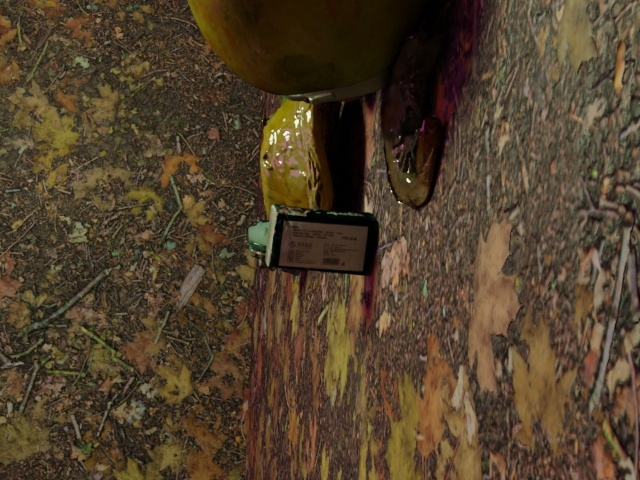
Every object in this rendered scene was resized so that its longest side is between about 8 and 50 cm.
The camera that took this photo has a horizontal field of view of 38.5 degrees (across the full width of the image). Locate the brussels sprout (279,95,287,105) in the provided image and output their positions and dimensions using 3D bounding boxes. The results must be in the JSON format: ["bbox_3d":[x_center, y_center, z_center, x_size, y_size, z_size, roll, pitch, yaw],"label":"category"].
[{"bbox_3d":[-0.027,-0.329,1.903,0.145,0.131,0.183,99,175,-60],"label":"brussels sprout"}]

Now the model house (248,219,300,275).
[{"bbox_3d":[-0.094,0.036,2.201,0.119,0.148,0.148,-107,9,-54],"label":"model house"}]

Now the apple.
[{"bbox_3d":[-0.010,-0.359,1.214,0.339,0.339,0.339,-176,90,-81],"label":"apple"}]

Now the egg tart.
[{"bbox_3d":[-0.032,-0.155,1.741,0.351,0.153,0.339,77,-165,-82],"label":"egg tart"}]

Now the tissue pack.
[{"bbox_3d":[-0.001,-0.001,1.492,0.090,0.170,0.103,-113,30,-72],"label":"tissue pack"}]

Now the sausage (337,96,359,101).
[{"bbox_3d":[0.024,-0.360,1.640,0.304,0.121,0.121,-101,17,-51],"label":"sausage"}]

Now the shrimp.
[{"bbox_3d":[0.120,-0.146,1.188,0.253,0.058,0.173,101,161,-53],"label":"shrimp"}]

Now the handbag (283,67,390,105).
[{"bbox_3d":[0.001,-0.340,1.484,0.079,0.219,0.256,38,-133,-59],"label":"handbag"}]
